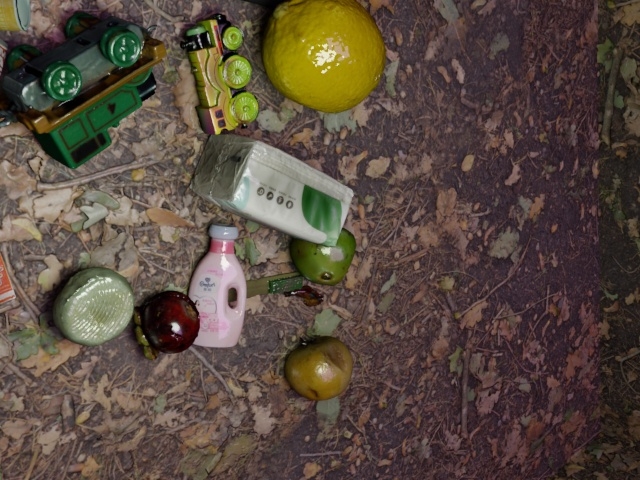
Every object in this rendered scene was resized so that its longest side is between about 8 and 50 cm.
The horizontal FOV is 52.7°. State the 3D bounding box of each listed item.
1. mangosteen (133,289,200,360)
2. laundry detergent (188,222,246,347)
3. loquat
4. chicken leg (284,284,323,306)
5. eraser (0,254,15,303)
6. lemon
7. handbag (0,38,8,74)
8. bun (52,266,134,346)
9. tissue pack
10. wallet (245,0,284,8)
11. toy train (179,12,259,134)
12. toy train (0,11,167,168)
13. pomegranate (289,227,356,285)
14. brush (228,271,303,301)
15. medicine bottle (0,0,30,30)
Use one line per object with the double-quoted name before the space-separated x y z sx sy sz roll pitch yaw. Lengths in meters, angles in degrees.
"mangosteen" -0.405 0.218 1.676 0.180 0.166 0.166 -28 121 6
"laundry detergent" -0.278 0.121 1.769 0.159 0.088 0.335 6 97 -12
"loquat" 0.001 0.389 1.990 0.213 0.213 0.213 -10 108 -35
"chicken leg" -0.048 0.170 2.003 0.145 0.037 0.062 29 97 -40
"eraser" -0.787 0.050 1.415 0.157 0.038 0.230 -22 115 -30
"lemon" 0.007 -0.492 1.697 0.336 0.336 0.335 -10 108 -35
"handbag" -0.754 -0.319 1.287 0.171 0.151 0.298 42 60 -47
"bun" -0.552 0.154 1.567 0.196 0.118 0.195 -15 116 -32
"tissue pack" -0.125 -0.130 1.717 0.357 0.266 0.193 23 87 -37
"wallet" -0.123 -0.728 1.692 0.406 0.062 0.228 -2 102 -37
"toy train" -0.259 -0.419 1.648 0.161 0.100 0.296 -24 115 -28
"toy train" -0.512 -0.333 1.430 0.429 0.178 0.249 -43 143 -27
"pomegranate" 0.004 0.005 1.901 0.159 0.190 0.240 24 88 -24
"brush" -0.170 0.139 1.895 0.283 0.048 0.054 -9 108 -33
"medicine bottle" -0.755 -0.428 1.156 0.426 0.108 0.108 0 103 -9
